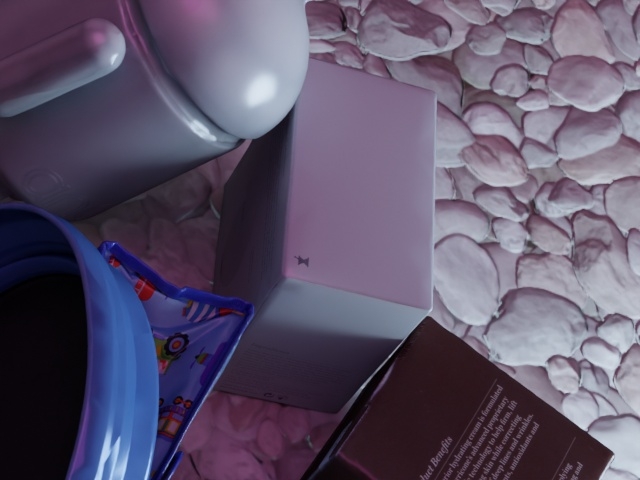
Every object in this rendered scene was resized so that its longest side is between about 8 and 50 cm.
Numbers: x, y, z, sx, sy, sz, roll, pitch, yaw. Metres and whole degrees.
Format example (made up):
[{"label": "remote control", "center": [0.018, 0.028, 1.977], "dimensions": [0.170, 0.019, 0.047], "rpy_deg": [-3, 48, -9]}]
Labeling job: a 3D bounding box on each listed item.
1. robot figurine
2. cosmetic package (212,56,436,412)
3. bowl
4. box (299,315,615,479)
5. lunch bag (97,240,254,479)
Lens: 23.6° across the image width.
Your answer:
[{"label": "robot figurine", "center": [-0.157, -0.145, 1.269], "dimensions": [0.199, 0.353, 0.300], "rpy_deg": [66, 22, -1]}, {"label": "cosmetic package", "center": [0.000, 0.000, 1.357], "dimensions": [0.138, 0.224, 0.224], "rpy_deg": [13, 58, -14]}, {"label": "bowl", "center": [-0.259, 0.164, 1.082], "dimensions": [0.077, 0.391, 0.391], "rpy_deg": [30, 49, -39]}, {"label": "box", "center": [0.105, 0.211, 1.309], "dimensions": [0.203, 0.167, 0.168], "rpy_deg": [37, 55, 2]}, {"label": "lunch bag", "center": [-0.183, 0.187, 1.172], "dimensions": [0.138, 0.221, 0.293], "rpy_deg": [24, 56, -13]}]
